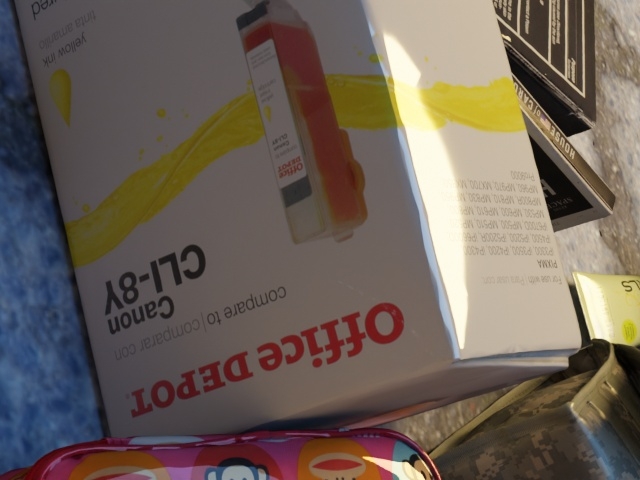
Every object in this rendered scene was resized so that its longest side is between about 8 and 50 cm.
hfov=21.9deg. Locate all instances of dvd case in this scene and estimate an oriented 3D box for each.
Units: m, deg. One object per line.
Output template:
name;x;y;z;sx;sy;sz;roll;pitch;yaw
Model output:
dvd case;0.101;-0.077;1.343;0.239;0.179;0.029;45;44;-31

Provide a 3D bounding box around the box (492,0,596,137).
box;0.085;-0.254;1.415;0.294;0.183;0.296;35;48;-38

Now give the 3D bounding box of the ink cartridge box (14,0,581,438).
ink cartridge box;-0.026;-0.069;1.069;0.160;0.279;0.384;1;72;-54

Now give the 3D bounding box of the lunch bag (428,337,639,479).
lunch bag;0.243;0.220;1.396;0.235;0.169;0.287;64;26;0

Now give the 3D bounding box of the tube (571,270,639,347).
tube;0.332;0.071;1.699;0.070;0.062;0.240;39;25;32

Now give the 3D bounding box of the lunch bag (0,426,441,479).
lunch bag;-0.051;0.244;0.957;0.293;0.120;0.258;2;71;-33
